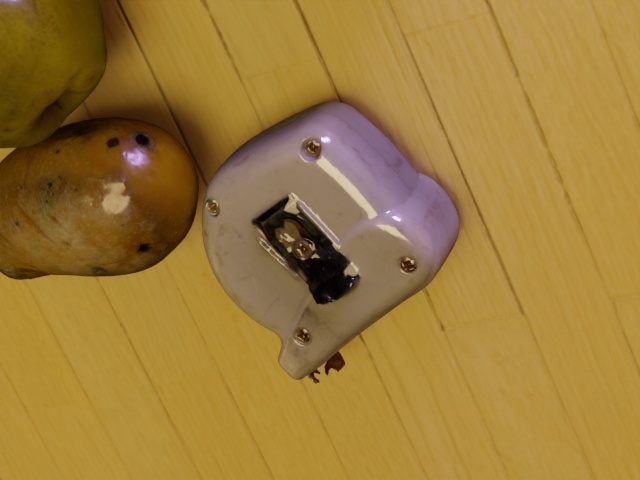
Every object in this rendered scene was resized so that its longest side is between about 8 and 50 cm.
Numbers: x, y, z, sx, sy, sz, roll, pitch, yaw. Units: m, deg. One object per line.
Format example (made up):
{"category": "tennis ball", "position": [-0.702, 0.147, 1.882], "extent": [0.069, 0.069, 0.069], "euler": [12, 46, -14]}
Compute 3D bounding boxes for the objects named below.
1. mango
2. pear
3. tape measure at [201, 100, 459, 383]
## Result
{"category": "mango", "position": [-0.269, -0.044, 2.021], "extent": [0.329, 0.176, 0.176], "euler": [-4, 96, 45]}
{"category": "pear", "position": [-0.372, -0.239, 1.890], "extent": [0.307, 0.253, 0.253], "euler": [50, 125, 2]}
{"category": "tape measure", "position": [0.000, 0.000, 1.947], "extent": [0.265, 0.130, 0.258], "euler": [45, 128, -7]}
